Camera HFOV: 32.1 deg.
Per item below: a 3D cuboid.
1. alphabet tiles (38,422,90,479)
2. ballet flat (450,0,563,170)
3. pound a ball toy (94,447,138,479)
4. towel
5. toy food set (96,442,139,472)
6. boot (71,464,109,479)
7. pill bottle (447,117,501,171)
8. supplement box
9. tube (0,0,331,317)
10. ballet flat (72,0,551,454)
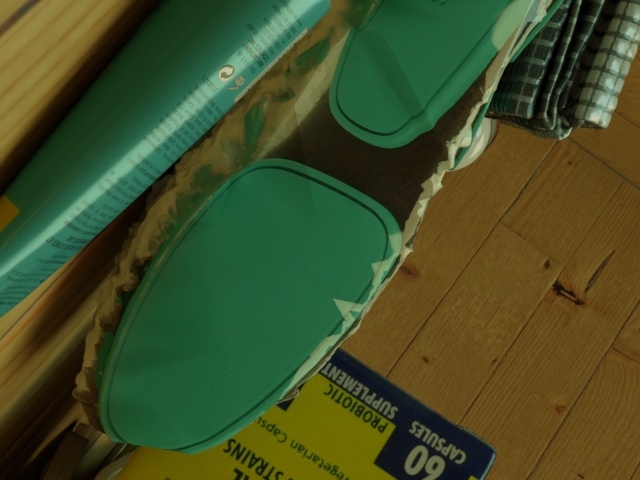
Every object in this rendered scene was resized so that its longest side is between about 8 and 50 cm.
[{"bbox_3d":[-0.248,0.269,0.814,0.284,0.021,0.278,-57,-171,32],"label":"alphabet tiles"},{"bbox_3d":[0.130,-0.182,1.014,0.316,0.106,0.107,116,-6,-53],"label":"ballet flat"},{"bbox_3d":[-0.126,0.322,0.967,0.136,0.208,0.319,-26,150,-35],"label":"pound a ball toy"},{"bbox_3d":[0.235,-0.226,1.133,0.283,0.121,0.235,-118,-132,-82],"label":"towel"},{"bbox_3d":[-0.219,0.242,1.207,0.083,0.020,0.082,-52,175,-5],"label":"toy food set"},{"bbox_3d":[-0.176,0.252,1.103,0.248,0.090,0.207,-35,165,-23],"label":"boot"},{"bbox_3d":[0.170,-0.156,1.473,0.121,0.121,0.216,-55,174,19],"label":"pill bottle"},{"bbox_3d":[-0.073,0.246,0.724,0.356,0.194,0.195,-55,175,-24],"label":"supplement box"},{"bbox_3d":[-0.083,-0.035,0.440,0.207,0.052,0.080,-48,170,-1],"label":"tube"},{"bbox_3d":[0.005,-0.062,0.631,0.409,0.147,0.147,-53,175,10],"label":"ballet flat"}]
